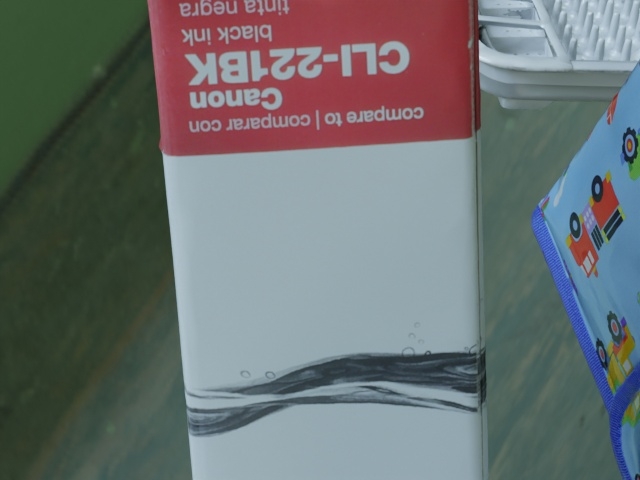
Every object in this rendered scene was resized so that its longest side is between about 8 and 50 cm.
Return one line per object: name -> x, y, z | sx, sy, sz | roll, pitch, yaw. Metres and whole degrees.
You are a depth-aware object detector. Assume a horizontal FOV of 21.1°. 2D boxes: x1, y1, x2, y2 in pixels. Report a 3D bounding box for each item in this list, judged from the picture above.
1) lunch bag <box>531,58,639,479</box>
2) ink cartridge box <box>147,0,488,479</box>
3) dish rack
lunch bag -> 0.219, 0.056, 0.811 | 0.138, 0.221, 0.293 | 3, 58, -15
ink cartridge box -> 0.000, 0.000, 0.692 | 0.114, 0.272, 0.197 | -5, 22, -1
dish rack -> 0.273, -0.198, 1.568 | 0.333, 0.072, 0.285 | 0, 34, -5
